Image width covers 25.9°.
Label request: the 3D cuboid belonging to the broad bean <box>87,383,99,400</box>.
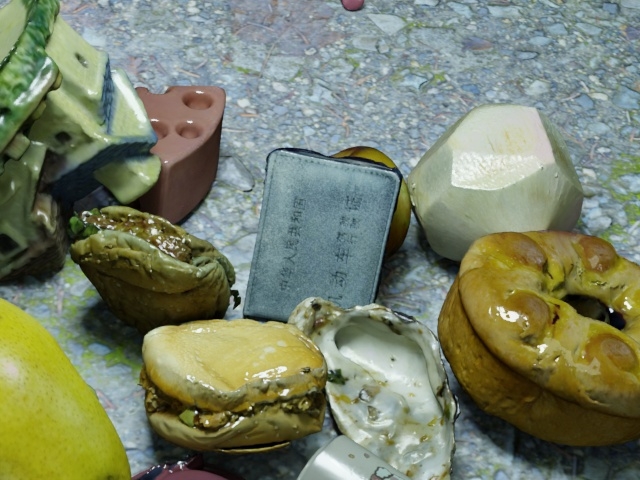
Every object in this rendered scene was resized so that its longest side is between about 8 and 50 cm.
[{"bbox_3d":[-0.286,0.186,1.538,0.083,0.045,0.063,-29,67,-27],"label":"broad bean"}]

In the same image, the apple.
[{"bbox_3d":[0.034,-0.044,1.770,0.163,0.147,0.146,-3,11,1],"label":"apple"}]

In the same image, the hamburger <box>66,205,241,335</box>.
[{"bbox_3d":[-0.194,0.042,1.613,0.183,0.206,0.130,17,78,20],"label":"hamburger"}]

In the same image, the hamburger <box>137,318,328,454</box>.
[{"bbox_3d":[-0.097,0.154,1.532,0.213,0.108,0.214,0,20,0],"label":"hamburger"}]

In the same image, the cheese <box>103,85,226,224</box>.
[{"bbox_3d":[-0.202,-0.129,1.846,0.177,0.128,0.203,-25,49,-36],"label":"cheese"}]

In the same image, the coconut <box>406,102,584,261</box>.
[{"bbox_3d":[0.226,-0.060,1.808,0.236,0.197,0.237,1,47,-1],"label":"coconut"}]

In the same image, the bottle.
[{"bbox_3d":[0.084,0.306,1.440,0.233,0.110,0.110,32,46,21],"label":"bottle"}]

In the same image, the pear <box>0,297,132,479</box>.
[{"bbox_3d":[-0.348,0.183,1.354,0.336,0.285,0.285,4,42,-10],"label":"pear"}]

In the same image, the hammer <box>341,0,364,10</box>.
[{"bbox_3d":[0.046,-0.410,2.260,0.043,0.043,0.083,-2,45,-15],"label":"hammer"}]

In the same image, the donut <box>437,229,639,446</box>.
[{"bbox_3d":[0.298,0.110,1.640,0.317,0.150,0.299,28,37,2],"label":"donut"}]

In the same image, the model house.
[{"bbox_3d":[-0.354,-0.094,1.642,0.266,0.321,0.261,41,30,-31],"label":"model house"}]

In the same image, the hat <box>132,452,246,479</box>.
[{"bbox_3d":[-0.129,0.295,1.418,0.205,0.089,0.205,6,41,-5],"label":"hat"}]

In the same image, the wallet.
[{"bbox_3d":[0.000,0.001,1.683,0.167,0.222,0.036,11,15,-3],"label":"wallet"}]

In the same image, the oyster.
[{"bbox_3d":[0.070,0.184,1.602,0.166,0.094,0.294,-15,56,-2],"label":"oyster"}]
